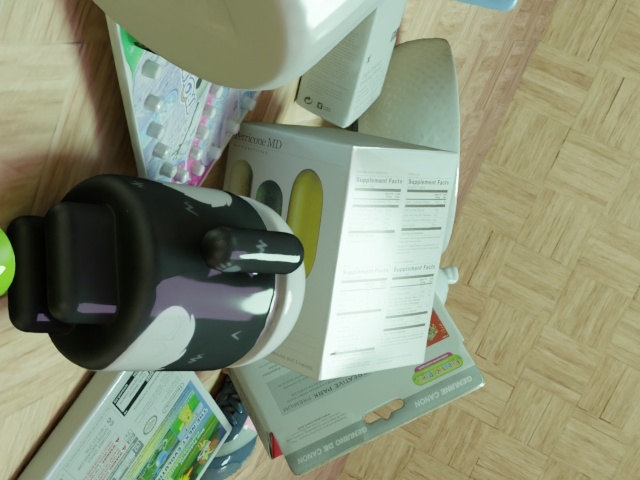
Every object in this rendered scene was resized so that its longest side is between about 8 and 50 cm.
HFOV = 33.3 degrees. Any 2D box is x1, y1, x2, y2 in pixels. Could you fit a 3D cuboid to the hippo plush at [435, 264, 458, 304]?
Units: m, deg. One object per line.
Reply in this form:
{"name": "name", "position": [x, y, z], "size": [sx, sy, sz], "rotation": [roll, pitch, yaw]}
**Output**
{"name": "hippo plush", "position": [0.149, 0.040, 2.038], "size": [0.234, 0.237, 0.294], "rotation": [-58, 166, -19]}

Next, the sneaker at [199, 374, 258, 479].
{"name": "sneaker", "position": [-0.132, 0.250, 1.723], "size": [0.319, 0.112, 0.131], "rotation": [-52, 146, -49]}

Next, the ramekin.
{"name": "ramekin", "position": [-0.071, -0.221, 0.652], "size": [0.135, 0.277, 0.277], "rotation": [-49, 163, -20]}

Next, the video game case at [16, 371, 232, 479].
{"name": "video game case", "position": [-0.248, 0.293, 1.291], "size": [0.329, 0.036, 0.300], "rotation": [-56, 150, -23]}

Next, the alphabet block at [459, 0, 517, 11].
{"name": "alphabet block", "position": [0.148, -0.396, 1.183], "size": [0.197, 0.193, 0.192], "rotation": [-80, -174, -48]}

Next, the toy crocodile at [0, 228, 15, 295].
{"name": "toy crocodile", "position": [-0.300, 0.070, 0.723], "size": [0.340, 0.105, 0.115], "rotation": [-64, 168, 23]}

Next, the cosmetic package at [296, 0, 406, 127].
{"name": "cosmetic package", "position": [0.048, -0.276, 1.384], "size": [0.117, 0.085, 0.231], "rotation": [-50, 163, -46]}

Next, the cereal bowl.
{"name": "cereal bowl", "position": [0.123, -0.146, 1.669], "size": [0.339, 0.141, 0.339], "rotation": [-179, -90, -88]}

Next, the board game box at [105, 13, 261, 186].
{"name": "board game box", "position": [-0.064, -0.230, 1.045], "size": [0.390, 0.050, 0.390], "rotation": [-61, 169, -26]}

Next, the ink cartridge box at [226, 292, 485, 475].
{"name": "ink cartridge box", "position": [0.036, 0.176, 1.539], "size": [0.309, 0.272, 0.130], "rotation": [-23, 154, -13]}

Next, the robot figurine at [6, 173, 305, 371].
{"name": "robot figurine", "position": [-0.140, 0.029, 0.961], "size": [0.278, 0.209, 0.173], "rotation": [7, 113, -47]}

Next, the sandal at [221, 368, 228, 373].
{"name": "sandal", "position": [-0.062, 0.162, 1.710], "size": [0.240, 0.088, 0.079], "rotation": [-36, 111, -37]}

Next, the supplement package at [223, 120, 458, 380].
{"name": "supplement package", "position": [0.010, 0.004, 1.278], "size": [0.198, 0.199, 0.262], "rotation": [-2, 104, -47]}
